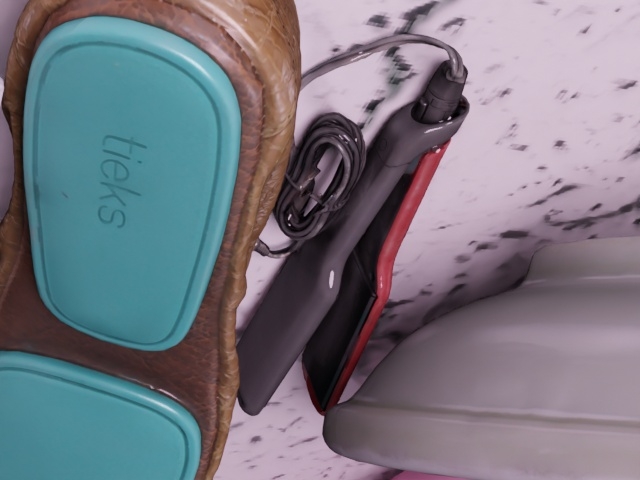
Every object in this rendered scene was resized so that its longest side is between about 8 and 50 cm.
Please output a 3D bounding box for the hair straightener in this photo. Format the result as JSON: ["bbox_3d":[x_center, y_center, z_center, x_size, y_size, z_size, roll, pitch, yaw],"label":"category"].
[{"bbox_3d":[0.000,0.000,0.591,0.089,0.047,0.230,2,139,-25],"label":"hair straightener"}]

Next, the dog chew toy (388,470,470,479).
[{"bbox_3d":[0.027,0.264,0.828,0.332,0.206,0.207,-27,143,25],"label":"dog chew toy"}]

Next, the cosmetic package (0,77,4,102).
[{"bbox_3d":[-0.287,0.084,0.426,0.284,0.097,0.377,4,116,-34],"label":"cosmetic package"}]

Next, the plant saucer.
[{"bbox_3d":[0.201,0.055,0.614,0.401,0.100,0.400,1,176,0],"label":"plant saucer"}]

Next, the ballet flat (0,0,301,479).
[{"bbox_3d":[-0.075,0.013,0.517,0.116,0.124,0.342,19,133,1],"label":"ballet flat"}]
